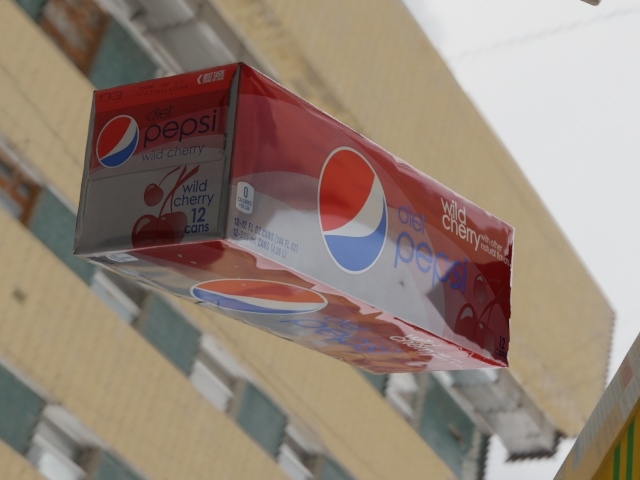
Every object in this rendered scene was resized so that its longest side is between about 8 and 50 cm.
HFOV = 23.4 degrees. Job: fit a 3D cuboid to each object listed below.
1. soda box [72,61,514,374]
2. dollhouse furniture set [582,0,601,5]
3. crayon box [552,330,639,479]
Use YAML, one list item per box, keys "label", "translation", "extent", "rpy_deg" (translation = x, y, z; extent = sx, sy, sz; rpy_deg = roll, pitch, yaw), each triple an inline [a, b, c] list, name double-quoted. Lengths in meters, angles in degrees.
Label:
- label: "soda box"
  translation: [0.000, 0.000, 0.770]
  extent: [0.092, 0.263, 0.083]
  rpy_deg: [-6, -109, 33]
- label: "dollhouse furniture set"
  translation: [0.085, -0.265, 0.632]
  extent: [0.355, 0.303, 0.174]
  rpy_deg: [24, -104, 2]
- label: "crayon box"
  translation: [0.208, 0.152, 1.000]
  extent: [0.083, 0.203, 0.323]
  rpy_deg: [30, -82, 6]
